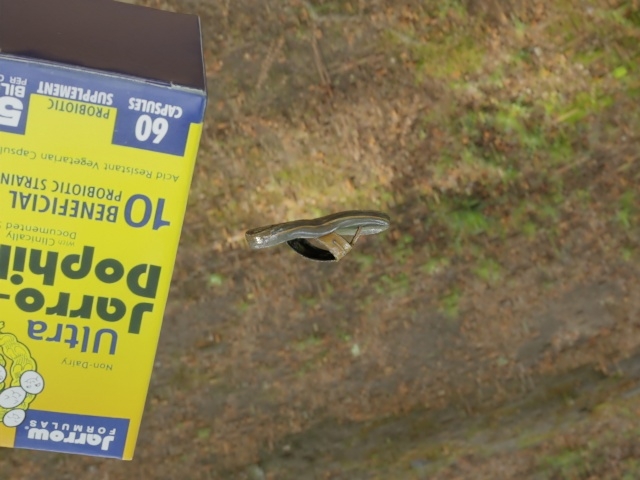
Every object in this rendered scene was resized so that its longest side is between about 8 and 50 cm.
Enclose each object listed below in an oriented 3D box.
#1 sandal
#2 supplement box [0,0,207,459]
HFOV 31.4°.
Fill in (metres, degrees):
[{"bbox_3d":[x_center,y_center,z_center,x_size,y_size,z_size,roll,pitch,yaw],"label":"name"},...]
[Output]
[{"bbox_3d":[0.000,0.000,1.432,0.090,0.060,0.219,-13,177,43],"label":"sandal"},{"bbox_3d":[-0.226,-0.016,0.980,0.194,0.195,0.357,9,117,-12],"label":"supplement box"}]
